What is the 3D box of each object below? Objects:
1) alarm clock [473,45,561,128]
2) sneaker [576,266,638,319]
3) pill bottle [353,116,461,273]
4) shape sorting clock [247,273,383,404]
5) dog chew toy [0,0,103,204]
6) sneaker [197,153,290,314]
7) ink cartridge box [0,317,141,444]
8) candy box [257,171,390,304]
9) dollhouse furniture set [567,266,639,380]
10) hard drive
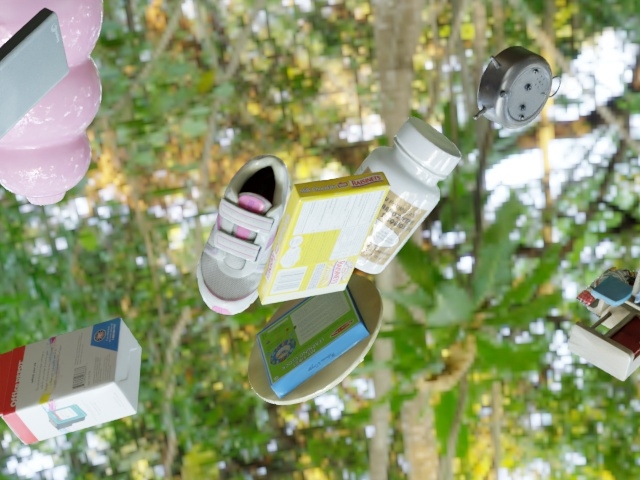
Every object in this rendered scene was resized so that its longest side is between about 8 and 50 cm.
[{"bbox_3d":[0.334,-0.248,2.268,0.192,0.129,0.064,-10,-148,-43],"label":"alarm clock"},{"bbox_3d":[0.474,0.085,2.172,0.093,0.088,0.225,-50,-167,0],"label":"sneaker"},{"bbox_3d":[0.110,-0.072,2.155,0.131,0.229,0.131,33,-161,-13],"label":"pill bottle"},{"bbox_3d":[-0.006,0.126,1.786,0.206,0.040,0.206,-29,-150,19],"label":"shape sorting clock"},{"bbox_3d":[-0.365,-0.207,1.744,0.206,0.332,0.206,-4,-160,2],"label":"dog chew toy"},{"bbox_3d":[-0.110,-0.020,1.975,0.103,0.111,0.252,14,-109,0],"label":"sneaker"},{"bbox_3d":[-0.388,0.214,2.063,0.231,0.078,0.134,-17,-139,13],"label":"ink cartridge box"},{"bbox_3d":[0.000,0.000,1.518,0.105,0.206,0.027,-11,-121,-23],"label":"candy box"},{"bbox_3d":[0.389,0.063,1.543,0.129,0.129,0.183,30,-140,28],"label":"dollhouse furniture set"},{"bbox_3d":[-0.323,-0.173,1.478,0.022,0.094,0.135,27,-122,19],"label":"hard drive"}]
